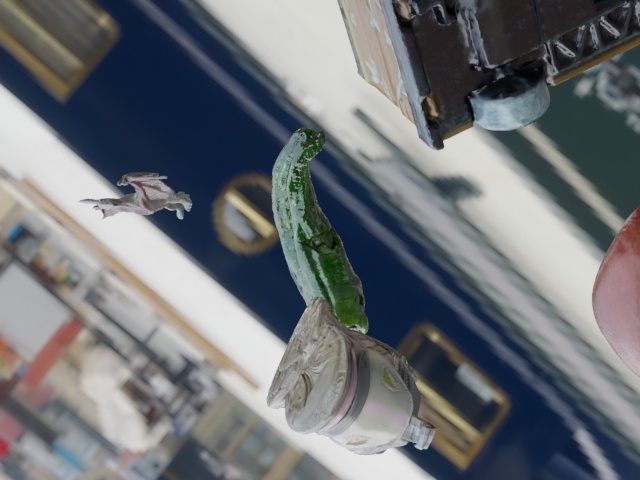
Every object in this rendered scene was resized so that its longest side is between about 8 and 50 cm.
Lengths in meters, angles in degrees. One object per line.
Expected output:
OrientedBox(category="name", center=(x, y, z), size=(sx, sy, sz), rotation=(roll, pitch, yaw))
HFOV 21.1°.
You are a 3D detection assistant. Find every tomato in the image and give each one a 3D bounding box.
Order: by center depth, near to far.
OrientedBox(category="tomato", center=(0.300, 0.050, 1.502), size=(0.082, 0.166, 0.174), rotation=(7, -150, -33))

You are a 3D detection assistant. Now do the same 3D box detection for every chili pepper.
OrientedBox(category="chili pepper", center=(-0.002, -0.002, 1.441), size=(0.073, 0.050, 0.182), rotation=(163, 92, -74))

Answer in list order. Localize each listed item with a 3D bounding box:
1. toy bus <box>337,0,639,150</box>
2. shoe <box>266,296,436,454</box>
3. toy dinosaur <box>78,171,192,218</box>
OrientedBox(category="toy bus", center=(0.171, -0.220, 1.263), size=(0.194, 0.323, 0.162), rotation=(47, 160, 55))
OrientedBox(category="shoe", center=(0.024, 0.101, 1.218), size=(0.092, 0.089, 0.180), rotation=(25, -178, -12))
OrientedBox(category="toy dinosaur", center=(-0.199, -0.043, 1.882), size=(0.108, 0.032, 0.220), rotation=(2, 165, -22))
